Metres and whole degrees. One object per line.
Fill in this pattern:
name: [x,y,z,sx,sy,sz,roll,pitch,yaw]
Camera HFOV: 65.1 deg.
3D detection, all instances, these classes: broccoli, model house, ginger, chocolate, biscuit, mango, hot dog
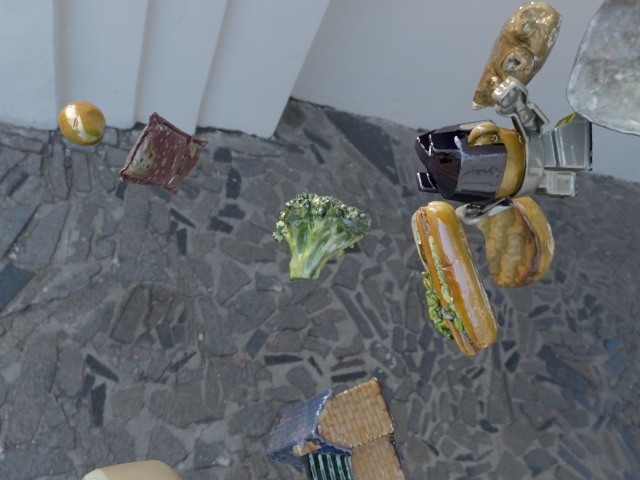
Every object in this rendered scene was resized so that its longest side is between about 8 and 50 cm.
broccoli: [0.000,0.000,1.351,0.247,0.288,0.246,14,85,-10]
model house: [0.015,0.330,0.761,0.172,0.166,0.183,-2,62,-45]
ginger: [0.444,-0.405,1.149,0.123,0.270,0.219,24,37,9]
chocolate: [0.519,-0.229,0.707,0.303,0.185,0.100,29,28,31]
biscuit: [0.468,-0.009,1.219,0.091,0.213,0.275,-24,109,-24]
mango: [-0.622,-0.301,1.308,0.115,0.089,0.165,-4,48,-14]
hot dog: [0.272,0.085,1.046,0.100,0.135,0.338,-17,86,-20]

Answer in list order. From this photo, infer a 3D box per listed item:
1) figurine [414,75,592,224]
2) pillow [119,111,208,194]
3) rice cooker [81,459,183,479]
figurine: [0.314,-0.140,0.882,0.308,0.309,0.143,16,26,-16]
pillow: [-0.248,-0.133,0.800,0.043,0.118,0.185,29,2,12]
rice cooker: [-0.190,0.322,0.526,0.127,0.145,0.206,-5,16,-42]
